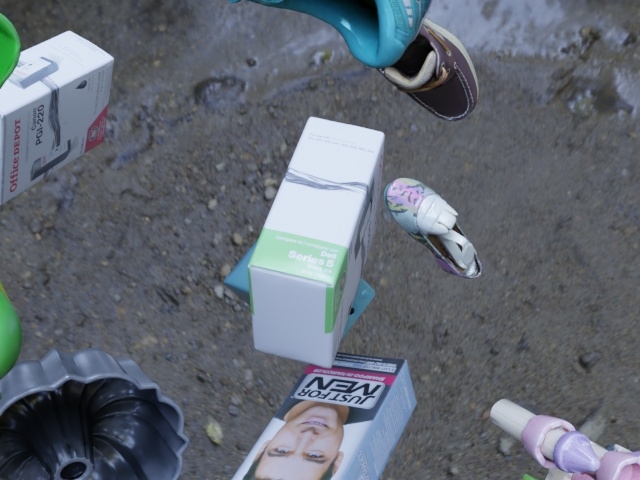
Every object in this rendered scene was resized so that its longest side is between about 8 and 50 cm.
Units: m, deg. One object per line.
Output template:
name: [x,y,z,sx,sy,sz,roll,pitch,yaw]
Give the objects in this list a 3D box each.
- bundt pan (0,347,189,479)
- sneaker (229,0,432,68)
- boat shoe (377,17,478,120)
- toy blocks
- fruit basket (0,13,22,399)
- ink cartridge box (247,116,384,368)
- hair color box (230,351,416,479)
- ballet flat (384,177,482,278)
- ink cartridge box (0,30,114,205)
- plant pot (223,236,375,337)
bundt pan: [-0.361,0.284,1.191,0.331,0.331,0.124,-35,42,-7]
sneaker: [-0.035,-0.202,0.512,0.275,0.107,0.110,26,71,-28]
boat shoe: [0.128,-0.263,1.234,0.123,0.342,0.123,-18,51,27]
toy blocks: [0.359,0.406,1.130,0.309,0.260,0.289,27,87,-27]
fruit basket: [-0.361,-0.032,0.539,0.392,0.283,0.392,-13,63,27]
ink cartridge box: [0.000,0.000,1.152,0.114,0.198,0.273,13,53,10]
hair color box: [0.010,0.354,1.464,0.185,0.114,0.374,2,34,29]
ballet flat: [0.180,-0.015,1.262,0.077,0.221,0.079,-53,38,-11]
ink cartridge box: [-0.393,-0.171,1.166,0.092,0.159,0.218,32,42,13]
plant pot: [-0.022,0.078,1.477,0.165,0.234,0.165,44,78,-24]
